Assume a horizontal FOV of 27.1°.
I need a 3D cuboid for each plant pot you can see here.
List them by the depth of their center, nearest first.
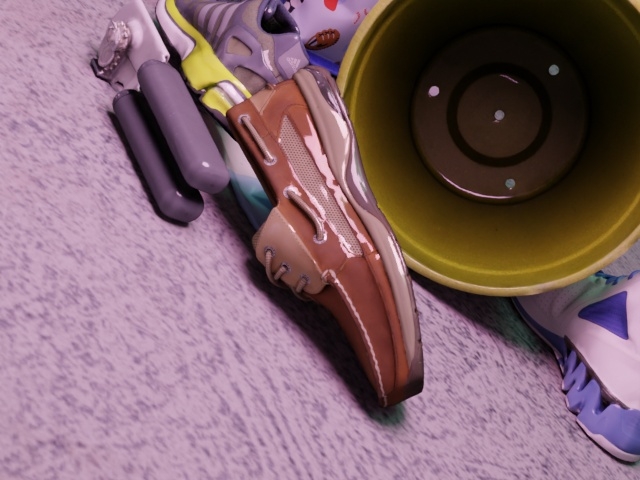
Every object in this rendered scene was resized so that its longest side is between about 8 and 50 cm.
[{"bbox_3d":[0.211,-0.141,1.549,0.366,0.366,0.353,41,9,0],"label":"plant pot"}]

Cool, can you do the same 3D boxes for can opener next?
[{"bbox_3d":[-0.145,-0.126,1.235,0.093,0.074,0.280,23,28,-39],"label":"can opener"}]

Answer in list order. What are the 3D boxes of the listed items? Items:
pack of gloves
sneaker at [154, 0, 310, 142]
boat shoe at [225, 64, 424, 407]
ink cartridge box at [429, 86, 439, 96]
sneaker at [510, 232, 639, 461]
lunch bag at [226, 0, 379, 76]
[{"bbox_3d":[-0.010,-0.043,1.340,0.195,0.046,0.232,17,32,-44],"label":"pack of gloves"},{"bbox_3d":[-0.085,-0.205,1.374,0.111,0.121,0.300,53,5,-36],"label":"sneaker"},{"bbox_3d":[0.000,0.000,1.186,0.122,0.120,0.324,82,-11,-66],"label":"boat shoe"},{"bbox_3d":[0.141,-0.277,1.982,0.153,0.087,0.208,28,26,-28],"label":"ink cartridge box"},{"bbox_3d":[0.342,0.082,1.496,0.127,0.182,0.315,28,25,-32],"label":"sneaker"},{"bbox_3d":[-0.057,-0.393,1.684,0.328,0.239,0.385,49,15,18],"label":"lunch bag"}]
